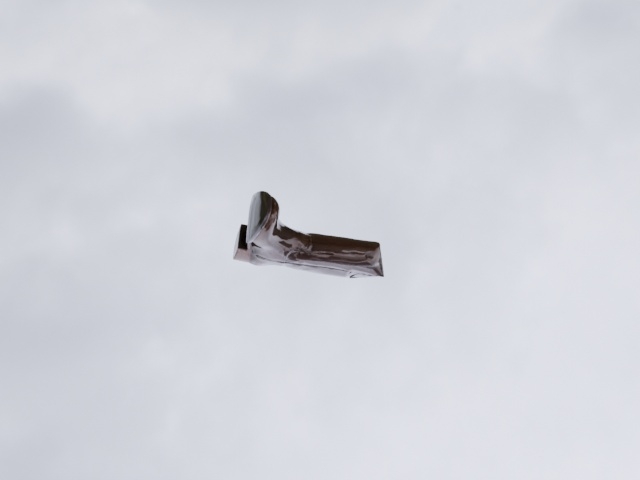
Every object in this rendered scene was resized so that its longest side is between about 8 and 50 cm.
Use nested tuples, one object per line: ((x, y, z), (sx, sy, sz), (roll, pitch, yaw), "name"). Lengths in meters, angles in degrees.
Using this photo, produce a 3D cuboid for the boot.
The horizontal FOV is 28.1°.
((0.000, 0.000, 0.938), (0.114, 0.037, 0.106), (12, 162, -10), "boot")
